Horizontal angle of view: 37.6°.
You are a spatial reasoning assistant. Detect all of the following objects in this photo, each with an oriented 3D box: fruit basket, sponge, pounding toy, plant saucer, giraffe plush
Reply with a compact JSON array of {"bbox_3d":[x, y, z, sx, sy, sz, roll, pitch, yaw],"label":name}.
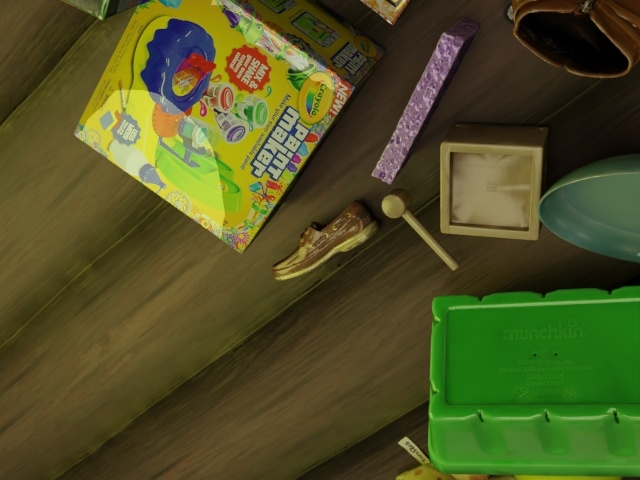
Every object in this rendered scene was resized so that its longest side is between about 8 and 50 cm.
[{"bbox_3d":[0.333,0.221,1.288,0.392,0.282,0.392,4,158,2],"label":"fruit basket"},{"bbox_3d":[0.134,-0.179,1.197,0.031,0.117,0.210,29,120,6],"label":"sponge"},{"bbox_3d":[0.191,-0.059,1.249,0.206,0.094,0.181,5,116,18],"label":"pounding toy"},{"bbox_3d":[0.420,-0.035,1.113,0.318,0.317,0.043,7,73,15],"label":"plant saucer"},{"bbox_3d":[0.190,0.414,1.434,0.210,0.170,0.181,29,121,4],"label":"giraffe plush"}]

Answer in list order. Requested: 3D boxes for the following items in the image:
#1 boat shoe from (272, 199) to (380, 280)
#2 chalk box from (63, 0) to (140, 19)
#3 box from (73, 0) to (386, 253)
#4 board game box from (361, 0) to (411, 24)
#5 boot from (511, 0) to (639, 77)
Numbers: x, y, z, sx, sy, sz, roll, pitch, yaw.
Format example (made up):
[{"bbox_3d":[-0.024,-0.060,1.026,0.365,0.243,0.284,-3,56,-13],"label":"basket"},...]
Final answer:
[{"bbox_3d":[0.000,0.000,1.364,0.178,0.064,0.060,-30,98,22],"label":"boat shoe"},{"bbox_3d":[-0.291,-0.383,1.235,0.213,0.132,0.132,26,119,4],"label":"chalk box"},{"bbox_3d":[-0.118,-0.196,1.241,0.279,0.177,0.290,35,121,-1],"label":"box"},{"bbox_3d":[0.088,-0.388,1.153,0.147,0.045,0.193,37,120,-1],"label":"board game box"},{"bbox_3d":[0.350,-0.234,1.038,0.283,0.220,0.109,22,119,8],"label":"boot"}]
